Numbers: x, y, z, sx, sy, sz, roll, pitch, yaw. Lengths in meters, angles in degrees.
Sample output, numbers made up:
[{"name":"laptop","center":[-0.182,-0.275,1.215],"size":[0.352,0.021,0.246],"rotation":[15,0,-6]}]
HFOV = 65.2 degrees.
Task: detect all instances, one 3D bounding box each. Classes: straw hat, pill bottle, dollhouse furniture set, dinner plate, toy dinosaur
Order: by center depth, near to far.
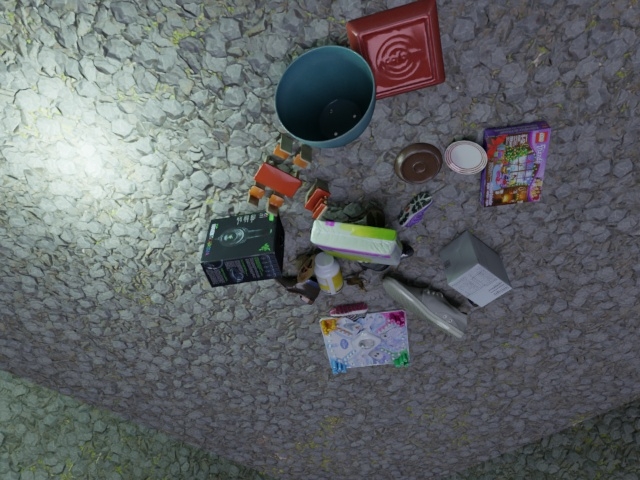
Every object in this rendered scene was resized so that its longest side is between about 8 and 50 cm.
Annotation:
[{"name":"dinner plate","center":[0.492,-0.283,1.692],"size":[0.141,0.017,0.141],"rotation":[18,141,15]},{"name":"dollhouse furniture set","center":[-0.098,-0.184,1.717],"size":[0.259,0.135,0.262],"rotation":[24,126,-20]},{"name":"pill bottle","center":[0.031,0.128,1.992],"size":[0.103,0.103,0.184],"rotation":[-8,140,7]},{"name":"straw hat","center":[-0.065,0.094,2.003],"size":[0.061,0.145,0.144],"rotation":[37,135,25]},{"name":"toy dinosaur","center":[0.141,0.164,2.058],"size":[0.093,0.183,0.053],"rotation":[-22,113,-32]}]

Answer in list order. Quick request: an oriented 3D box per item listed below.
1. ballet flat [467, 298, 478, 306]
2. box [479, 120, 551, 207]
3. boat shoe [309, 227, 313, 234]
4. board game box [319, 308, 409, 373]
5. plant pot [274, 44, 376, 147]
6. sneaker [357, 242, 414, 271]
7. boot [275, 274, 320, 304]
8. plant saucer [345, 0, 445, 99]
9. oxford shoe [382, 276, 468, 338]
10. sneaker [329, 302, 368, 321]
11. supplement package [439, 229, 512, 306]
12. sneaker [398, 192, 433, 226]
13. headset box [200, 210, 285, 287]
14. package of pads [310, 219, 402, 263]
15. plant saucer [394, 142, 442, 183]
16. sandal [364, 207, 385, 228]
[{"name":"ballet flat","center":[0.701,0.210,2.108],"size":[0.074,0.074,0.203],"rotation":[22,127,-19]},{"name":"box","center":[0.659,-0.254,1.715],"size":[0.201,0.057,0.293],"rotation":[-8,130,5]},{"name":"boat shoe","center":[0.000,0.000,1.940],"size":[0.046,0.038,0.125],"rotation":[-24,127,19]},{"name":"board game box","center":[0.217,0.487,2.355],"size":[0.391,0.050,0.389],"rotation":[-7,130,6]},{"name":"plant pot","center":[0.035,-0.393,1.480],"size":[0.291,0.289,0.195],"rotation":[-17,166,14]},{"name":"sneaker","center":[0.255,0.071,1.983],"size":[0.235,0.078,0.106],"rotation":[-9,133,12]},{"name":"boot","center":[-0.091,0.170,2.081],"size":[0.219,0.082,0.106],"rotation":[35,100,-22]},{"name":"plant saucer","center":[0.229,-0.543,1.471],"size":[0.259,0.047,0.259],"rotation":[-12,129,10]},{"name":"oxford shoe","center":[0.449,0.261,2.122],"size":[0.450,0.169,0.130],"rotation":[33,82,-16]},{"name":"sneaker","center":[0.127,0.326,2.206],"size":[0.171,0.063,0.074],"rotation":[-9,124,1]},{"name":"supplement package","center":[0.596,0.111,1.939],"size":[0.203,0.194,0.149],"rotation":[33,124,-24]},{"name":"sneaker","center":[0.359,-0.110,1.846],"size":[0.071,0.068,0.170],"rotation":[12,140,-31]},{"name":"headset box","center":[-0.264,0.025,1.823],"size":[0.283,0.246,0.131],"rotation":[-8,131,7]},{"name":"package of pads","center":[0.138,0.011,1.799],"size":[0.297,0.101,0.229],"rotation":[9,170,17]},{"name":"plant saucer","center":[0.340,-0.258,1.729],"size":[0.169,0.029,0.168],"rotation":[0,132,0]},{"name":"sandal","center":[0.199,-0.061,1.871],"size":[0.090,0.060,0.219],"rotation":[15,146,10]}]
